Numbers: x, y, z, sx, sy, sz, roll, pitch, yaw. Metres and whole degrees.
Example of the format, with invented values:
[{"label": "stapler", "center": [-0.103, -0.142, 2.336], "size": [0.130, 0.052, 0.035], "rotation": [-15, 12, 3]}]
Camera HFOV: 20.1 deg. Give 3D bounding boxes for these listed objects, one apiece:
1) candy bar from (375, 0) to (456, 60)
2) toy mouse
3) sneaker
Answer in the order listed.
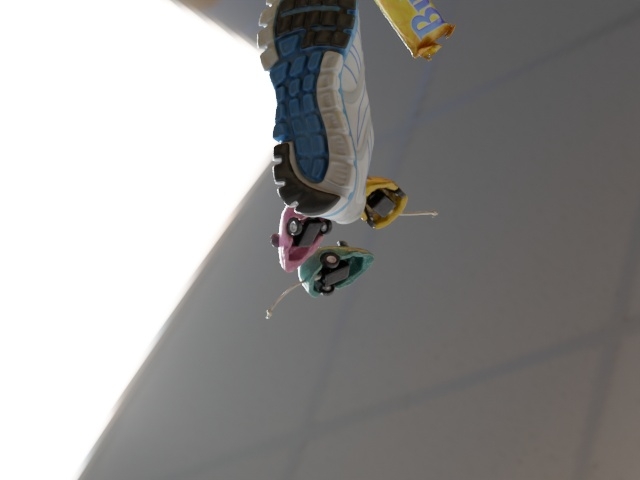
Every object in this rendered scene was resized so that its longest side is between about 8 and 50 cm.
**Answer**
[{"label": "candy bar", "center": [0.032, -0.187, 1.160], "size": [0.040, 0.161, 0.018], "rotation": [-43, -164, -26]}, {"label": "toy mouse", "center": [0.000, 0.000, 1.394], "size": [0.143, 0.161, 0.031], "rotation": [-48, -123, 9]}, {"label": "sneaker", "center": [0.003, -0.099, 1.248], "size": [0.071, 0.083, 0.190], "rotation": [-5, -106, 21]}]
